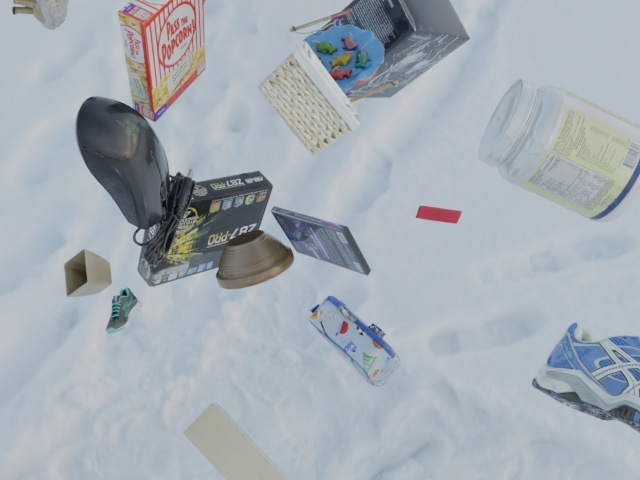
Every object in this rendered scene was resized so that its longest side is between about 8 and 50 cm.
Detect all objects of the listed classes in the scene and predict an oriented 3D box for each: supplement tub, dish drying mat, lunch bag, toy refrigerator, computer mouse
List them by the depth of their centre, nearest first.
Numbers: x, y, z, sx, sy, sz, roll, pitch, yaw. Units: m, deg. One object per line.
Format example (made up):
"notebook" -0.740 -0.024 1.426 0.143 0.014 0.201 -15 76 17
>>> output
"computer mouse" -0.263 -0.105 1.021 0.072 0.272 0.189 -2 52 21
"dish drying mat" 0.225 -0.050 1.290 0.083 0.032 0.008 8 44 -8
"supplement tub" 0.545 -0.203 1.515 0.324 0.235 0.235 24 49 -3
"toy refrigerator" -0.202 0.531 1.659 0.269 0.094 0.102 42 79 13
"lunch bag" 0.087 0.260 1.763 0.115 0.303 0.243 -45 67 -8

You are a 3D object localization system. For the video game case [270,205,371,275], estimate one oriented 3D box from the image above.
"video game case" 0.000 0.000 1.919 0.274 0.196 0.026 18 61 38

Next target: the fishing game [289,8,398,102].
"fishing game" 0.030 -0.366 1.329 0.189 0.041 0.264 -19 55 -1

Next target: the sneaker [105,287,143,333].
"sneaker" -0.532 0.183 1.789 0.065 0.076 0.166 -19 21 14

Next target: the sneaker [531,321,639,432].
"sneaker" 0.288 0.128 0.607 0.211 0.080 0.081 13 75 55

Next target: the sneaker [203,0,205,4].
"sneaker" -0.321 -0.455 1.448 0.107 0.118 0.279 29 93 0

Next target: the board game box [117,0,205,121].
"board game box" -0.233 -0.297 1.019 0.045 0.193 0.147 27 58 10

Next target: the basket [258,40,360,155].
"basket" -0.020 -0.244 1.174 0.103 0.167 0.113 -35 16 14

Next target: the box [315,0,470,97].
"box" 0.186 -0.552 1.882 0.343 0.312 0.179 -17 77 -52

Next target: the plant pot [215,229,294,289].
"plant pot" -0.202 0.041 1.970 0.237 0.110 0.237 -17 17 5

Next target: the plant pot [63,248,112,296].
"plant pot" -0.670 0.102 1.970 0.109 0.096 0.109 -31 60 30

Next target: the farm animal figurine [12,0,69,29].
"farm animal figurine" -0.471 -0.602 1.227 0.172 0.330 0.327 -1 58 -20

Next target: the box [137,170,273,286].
"box" -0.359 -0.043 2.113 0.394 0.318 0.097 -16 51 -42
